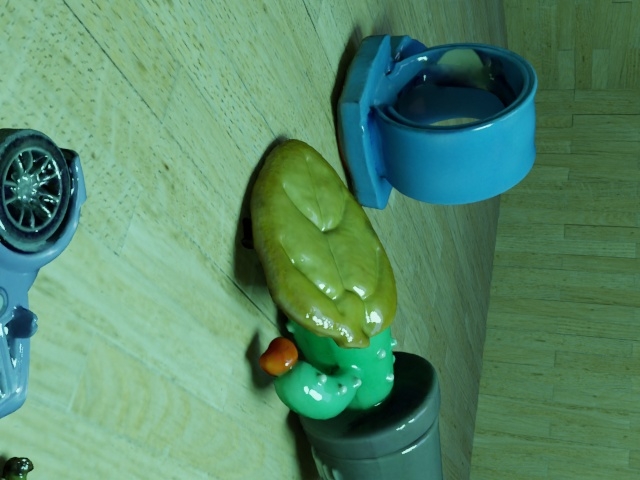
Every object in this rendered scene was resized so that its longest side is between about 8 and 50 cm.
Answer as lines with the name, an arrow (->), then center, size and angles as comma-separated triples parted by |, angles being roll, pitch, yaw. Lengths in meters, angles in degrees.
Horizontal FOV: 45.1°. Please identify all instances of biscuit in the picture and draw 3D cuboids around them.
biscuit -> 0.003, -0.003, 0.854 | 0.203, 0.041, 0.260 | 5, 60, -41

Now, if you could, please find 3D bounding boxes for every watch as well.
watch -> 0.187, -0.192, 1.146 | 0.241, 0.274, 0.305 | 74, 32, -42

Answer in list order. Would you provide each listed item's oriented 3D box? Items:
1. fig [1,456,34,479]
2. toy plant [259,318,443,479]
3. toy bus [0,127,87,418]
fig -> -0.155, 0.250, 0.509 | 0.124, 0.124, 0.236 | -47, 125, -61
toy plant -> 0.046, 0.180, 0.963 | 0.279, 0.185, 0.400 | -33, 119, -41
toy bus -> -0.209, 0.049, 0.286 | 0.292, 0.125, 0.133 | -50, 141, -58
